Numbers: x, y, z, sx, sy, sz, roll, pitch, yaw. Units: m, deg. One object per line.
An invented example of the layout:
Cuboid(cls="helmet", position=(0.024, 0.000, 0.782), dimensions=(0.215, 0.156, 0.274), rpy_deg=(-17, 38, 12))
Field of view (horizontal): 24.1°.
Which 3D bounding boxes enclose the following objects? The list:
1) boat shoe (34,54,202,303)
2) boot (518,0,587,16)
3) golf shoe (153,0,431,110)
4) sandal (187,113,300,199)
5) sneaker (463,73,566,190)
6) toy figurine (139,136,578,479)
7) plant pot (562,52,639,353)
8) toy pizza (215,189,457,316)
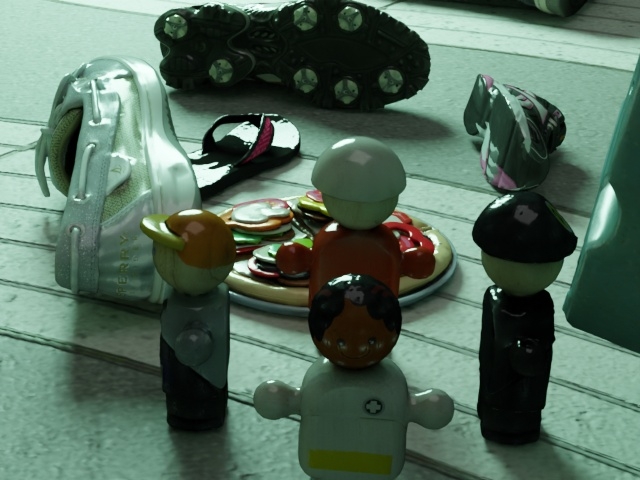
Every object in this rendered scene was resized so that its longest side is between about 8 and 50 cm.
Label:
Cuboid(cls="boat shoe", position=(-0.164, -0.053, 1.105), dimensions=(0.103, 0.118, 0.320), rpy_deg=(-1, 30, -18))
Cuboid(cls="boot", position=(0.225, -0.385, 1.876), dimensions=(0.284, 0.138, 0.377), rpy_deg=(11, 31, 20))
Cuboid(cls="golf shoe", position=(-0.022, -0.194, 1.456), dimensions=(0.272, 0.105, 0.120), rpy_deg=(8, 17, 12))
Cuboid(cls="sandal", position=(-0.071, -0.081, 1.263), dimensions=(0.067, 0.040, 0.179), rpy_deg=(14, 26, 25))
Cuboid(cls="sneaker", position=(0.179, -0.096, 1.291), dimensions=(0.077, 0.072, 0.178), rpy_deg=(9, 28, -10))
Cuboid(cls="toy figurine", position=(0.020, 0.038, 0.866), dimensions=(0.209, 0.148, 0.213), rpy_deg=(-18, 31, -38))
Cuboid(cls="plant pot", position=(0.315, -0.032, 0.747), dimensions=(0.334, 0.341, 0.341), rpy_deg=(17, 26, 10))
Cuboid(cls="toy pizza", position=(0.000, 0.000, 1.096), dimensions=(0.201, 0.032, 0.201), rpy_deg=(2, 24, -1))
